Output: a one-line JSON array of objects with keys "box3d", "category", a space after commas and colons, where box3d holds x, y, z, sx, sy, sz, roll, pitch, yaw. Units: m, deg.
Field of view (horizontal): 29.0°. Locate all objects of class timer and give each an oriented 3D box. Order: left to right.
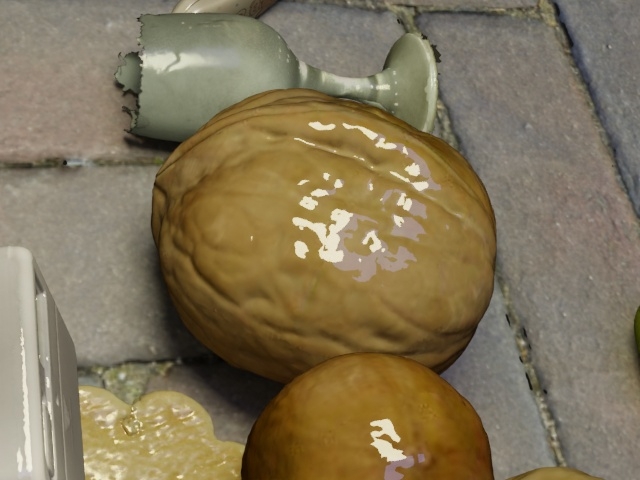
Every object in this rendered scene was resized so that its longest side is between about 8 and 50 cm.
[{"box3d": [-0.284, 0.136, 0.898, 0.195, 0.194, 0.192, -9, 62, -3], "category": "timer"}]

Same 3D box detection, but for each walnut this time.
[{"box3d": [-0.001, 0.002, 1.105, 0.313, 0.252, 0.277, 19, 65, -3], "category": "walnut"}, {"box3d": [0.034, 0.192, 0.963, 0.203, 0.298, 0.203, 1, 79, -7], "category": "walnut"}]

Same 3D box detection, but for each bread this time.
[{"box3d": [-0.161, 0.211, 1.035, 0.251, 0.039, 0.181, 5, 58, -22], "category": "bread"}]

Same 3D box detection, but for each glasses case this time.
[{"box3d": [-0.093, -0.263, 1.333, 0.051, 0.081, 0.204, 43, 54, 8], "category": "glasses case"}]

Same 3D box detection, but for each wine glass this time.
[{"box3d": [-0.042, -0.157, 1.253, 0.321, 0.143, 0.143, 4, 59, -23], "category": "wine glass"}]

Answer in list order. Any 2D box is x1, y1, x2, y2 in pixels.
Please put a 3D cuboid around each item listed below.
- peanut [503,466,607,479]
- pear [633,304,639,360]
[{"box3d": [0.144, 0.353, 1.007, 0.170, 0.192, 0.387, 13, 51, 35], "category": "peanut"}, {"box3d": [0.436, 0.113, 1.283, 0.216, 0.180, 0.166, 34, 8, -3], "category": "pear"}]
